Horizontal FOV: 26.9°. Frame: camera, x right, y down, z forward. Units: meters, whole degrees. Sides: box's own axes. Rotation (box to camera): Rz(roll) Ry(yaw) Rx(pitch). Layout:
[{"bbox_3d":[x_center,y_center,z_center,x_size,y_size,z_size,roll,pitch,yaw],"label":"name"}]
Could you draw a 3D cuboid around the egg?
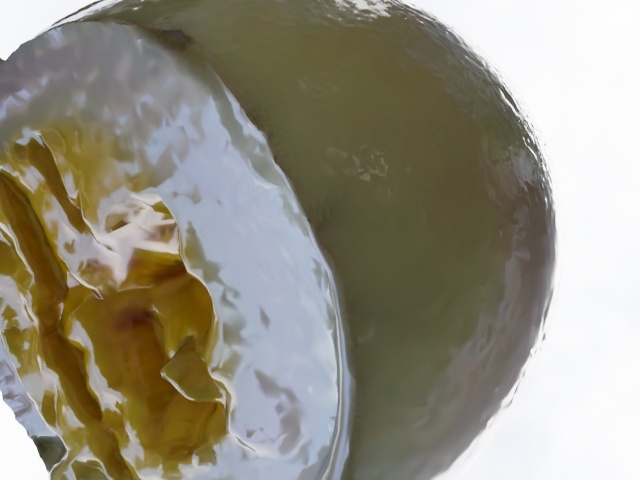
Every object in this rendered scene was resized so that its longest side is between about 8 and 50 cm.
[{"bbox_3d":[0.000,0.000,0.846,0.340,0.354,0.354,-22,-105,-45],"label":"egg"}]
